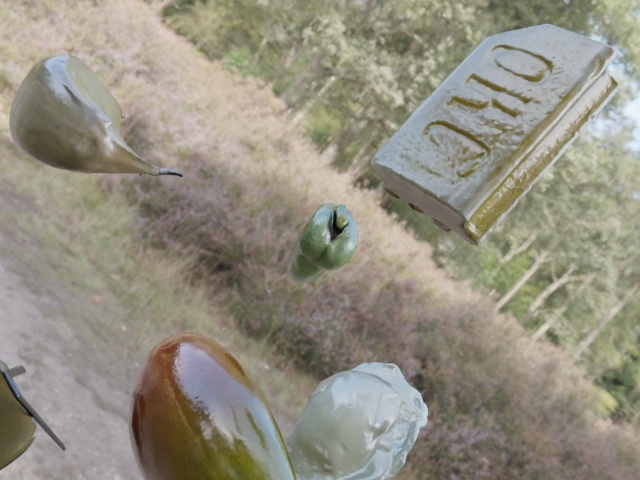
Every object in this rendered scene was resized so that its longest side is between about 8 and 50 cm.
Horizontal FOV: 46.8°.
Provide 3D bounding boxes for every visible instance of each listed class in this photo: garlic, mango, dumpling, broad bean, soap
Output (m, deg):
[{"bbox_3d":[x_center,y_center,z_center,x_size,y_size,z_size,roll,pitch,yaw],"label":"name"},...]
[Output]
[{"bbox_3d":[-0.343,-0.179,1.086,0.196,0.151,0.338,4,20,-32],"label":"garlic"},{"bbox_3d":[-0.101,0.189,0.692,0.129,0.146,0.289,7,14,-35],"label":"mango"},{"bbox_3d":[0.059,0.299,1.147,0.193,0.258,0.147,31,-32,41],"label":"dumpling"},{"bbox_3d":[0.000,0.000,1.380,0.100,0.169,0.228,34,-32,-9],"label":"broad bean"},{"bbox_3d":[0.179,-0.119,0.764,0.140,0.232,0.073,37,-11,36],"label":"soap"}]

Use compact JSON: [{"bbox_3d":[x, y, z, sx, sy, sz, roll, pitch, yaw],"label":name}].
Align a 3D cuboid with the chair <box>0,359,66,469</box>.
[{"bbox_3d":[-0.456,0.224,0.946,0.172,0.159,0.247,59,-17,13],"label":"chair"}]
